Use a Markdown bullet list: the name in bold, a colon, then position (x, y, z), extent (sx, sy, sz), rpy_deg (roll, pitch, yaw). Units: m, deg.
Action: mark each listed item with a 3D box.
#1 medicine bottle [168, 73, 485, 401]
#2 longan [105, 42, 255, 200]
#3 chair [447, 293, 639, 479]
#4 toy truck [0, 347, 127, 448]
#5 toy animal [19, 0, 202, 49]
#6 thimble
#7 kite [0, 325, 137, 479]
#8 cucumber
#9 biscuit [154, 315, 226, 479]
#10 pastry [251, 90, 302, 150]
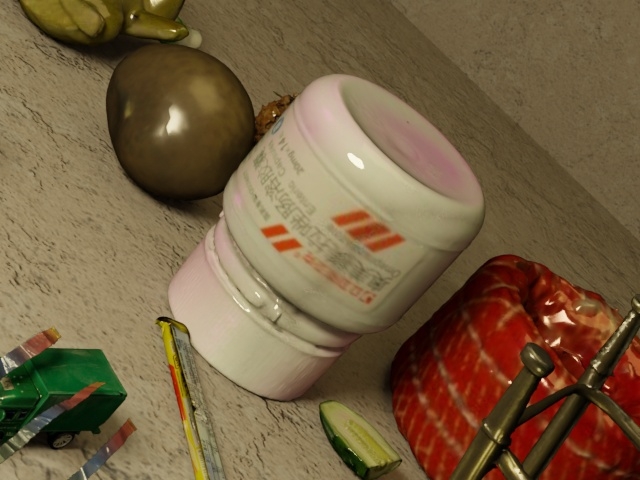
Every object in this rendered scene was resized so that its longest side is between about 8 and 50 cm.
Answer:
- **medicine bottle**: position (0.000, 0.000, 1.697), extent (0.256, 0.325, 0.256), rpy_deg (35, 24, -18)
- **longan**: position (-0.174, -0.149, 1.872), extent (0.198, 0.198, 0.212), rpy_deg (24, 29, -36)
- **chair**: position (0.226, 0.332, 1.341), extent (0.362, 0.410, 0.364), rpy_deg (48, 23, 14)
- **toy truck**: position (-0.258, 0.143, 1.346), extent (0.147, 0.079, 0.065), rpy_deg (7, 41, -51)
- **toy animal**: position (-0.261, -0.355, 2.102), extent (0.363, 0.180, 0.181), rpy_deg (-7, 88, -54)
- **thimble**: position (0.273, 0.204, 1.885), extent (0.350, 0.230, 0.350), rpy_deg (34, 25, -18)
- **kite**: position (-0.281, 0.189, 1.191), extent (0.204, 0.022, 0.360), rpy_deg (47, 37, -2)
- **cucumber**: position (0.035, 0.230, 1.710), extent (0.067, 0.035, 0.107), rpy_deg (-9, 48, -48)
- **biscuit**: position (-0.128, 0.182, 1.549), extent (0.048, 0.026, 0.292), rpy_deg (30, 25, -35)
- **pastry**: position (0.014, -0.096, 2.107), extent (0.274, 0.193, 0.275), rpy_deg (16, 54, -24)
